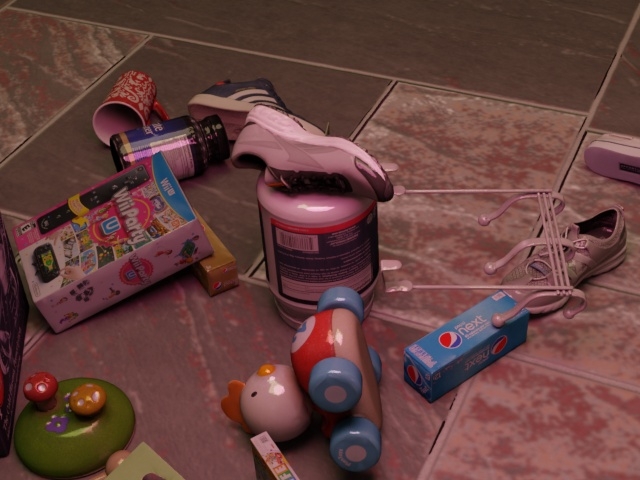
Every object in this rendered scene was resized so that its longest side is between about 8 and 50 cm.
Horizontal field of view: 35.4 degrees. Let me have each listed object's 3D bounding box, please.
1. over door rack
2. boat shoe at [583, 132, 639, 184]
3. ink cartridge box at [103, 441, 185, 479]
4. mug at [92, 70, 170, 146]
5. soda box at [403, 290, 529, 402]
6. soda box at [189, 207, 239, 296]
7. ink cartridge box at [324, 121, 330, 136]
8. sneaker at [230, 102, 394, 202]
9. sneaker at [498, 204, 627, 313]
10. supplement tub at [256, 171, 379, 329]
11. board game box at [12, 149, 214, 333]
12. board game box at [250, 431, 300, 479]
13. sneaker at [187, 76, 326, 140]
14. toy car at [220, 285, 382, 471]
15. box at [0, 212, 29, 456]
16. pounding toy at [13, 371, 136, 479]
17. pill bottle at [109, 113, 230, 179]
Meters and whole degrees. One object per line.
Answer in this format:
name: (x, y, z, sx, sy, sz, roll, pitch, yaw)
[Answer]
over door rack: (0.240, 0.010, 1.587, 0.324, 0.108, 0.240, 8, 45, -7)
boat shoe: (0.632, -0.150, 1.899, 0.258, 0.095, 0.084, 26, 52, 30)
ink cartridge box: (-0.281, 0.384, 1.325, 0.171, 0.056, 0.235, 31, 69, 36)
mug: (-0.401, -0.274, 2.158, 0.113, 0.150, 0.169, -32, 28, 24)
soda box: (0.229, 0.164, 1.575, 0.210, 0.071, 0.067, -27, 46, -25)
soda box: (-0.212, 0.019, 1.797, 0.058, 0.061, 0.181, -22, 43, -22)
ink cartridge box: (0.042, -0.096, 1.796, 0.062, 0.209, 0.109, 3, 40, 10)
sneaker: (-0.013, -0.107, 1.492, 0.271, 0.100, 0.108, 23, 71, 25)
sneaker: (0.407, 0.022, 1.694, 0.281, 0.115, 0.105, -30, 46, -28)
supplement tub: (0.000, 0.000, 1.635, 0.191, 0.272, 0.191, -2, 40, 2)
board game box: (-0.367, -0.002, 1.759, 0.303, 0.097, 0.224, -28, 44, -6)
board game box: (-0.045, 0.346, 1.355, 0.026, 0.103, 0.154, -22, 43, -20)
sneaker: (-0.105, -0.263, 2.072, 0.350, 0.131, 0.148, 22, 51, 29)
toy car: (-0.040, 0.213, 1.458, 0.238, 0.210, 0.219, -12, 28, 10)
box: (-0.577, 0.110, 1.525, 0.178, 0.313, 0.343, -7, 40, -4)
pounding toy: (-0.367, 0.265, 1.477, 0.182, 0.110, 0.237, -15, 40, -12)
pill bottle: (-0.297, -0.178, 1.996, 0.219, 0.123, 0.123, -18, 41, -16)
